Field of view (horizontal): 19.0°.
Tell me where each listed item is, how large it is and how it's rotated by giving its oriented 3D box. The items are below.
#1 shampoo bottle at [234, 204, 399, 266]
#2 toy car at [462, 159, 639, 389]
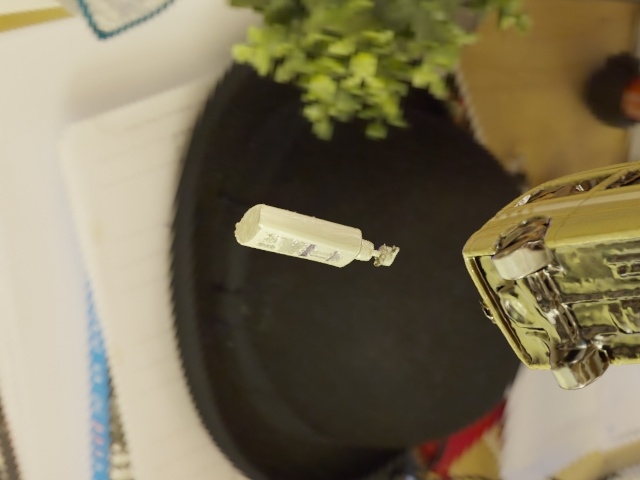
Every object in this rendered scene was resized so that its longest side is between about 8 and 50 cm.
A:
[{"bbox_3d":[0.000,0.000,1.642,0.141,0.049,0.034,14,56,-24],"label":"shampoo bottle"},{"bbox_3d":[0.203,0.006,1.066,0.124,0.257,0.101,-43,110,-34],"label":"toy car"}]
